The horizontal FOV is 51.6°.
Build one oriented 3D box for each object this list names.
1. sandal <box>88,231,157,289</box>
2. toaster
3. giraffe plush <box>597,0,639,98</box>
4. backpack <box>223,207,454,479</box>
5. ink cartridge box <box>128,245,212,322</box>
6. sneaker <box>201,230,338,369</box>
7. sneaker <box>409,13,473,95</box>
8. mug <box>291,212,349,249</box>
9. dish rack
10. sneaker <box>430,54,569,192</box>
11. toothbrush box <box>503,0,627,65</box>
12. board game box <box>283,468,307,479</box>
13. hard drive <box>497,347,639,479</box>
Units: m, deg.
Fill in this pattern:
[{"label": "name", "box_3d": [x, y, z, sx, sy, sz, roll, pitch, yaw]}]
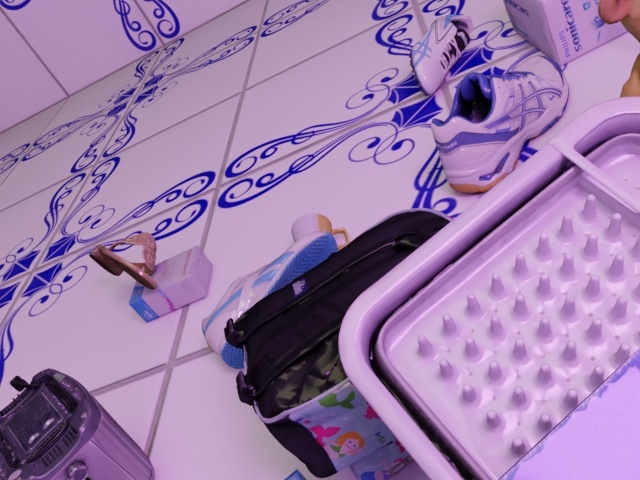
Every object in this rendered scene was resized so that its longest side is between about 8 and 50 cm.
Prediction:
[{"label": "sandal", "box_3d": [-0.314, 0.017, 1.103, 0.240, 0.088, 0.079, 6, 55, 55]}, {"label": "toaster", "box_3d": [-0.304, 0.256, 0.801, 0.129, 0.146, 0.227, -46, 35, -23]}, {"label": "giraffe plush", "box_3d": [0.344, -0.198, 0.609, 0.210, 0.170, 0.181, -6, 40, 37]}, {"label": "backpack", "box_3d": [0.062, 0.094, 0.658, 0.253, 0.191, 0.225, -40, 26, 5]}, {"label": "ink cartridge box", "box_3d": [-0.246, 0.071, 1.100, 0.123, 0.052, 0.088, -25, 32, 16]}, {"label": "sneaker", "box_3d": [-0.070, 0.066, 0.913, 0.229, 0.087, 0.092, -44, 39, -15]}, {"label": "sneaker", "box_3d": [0.232, -0.361, 1.258, 0.086, 0.085, 0.237, -12, 37, 38]}, {"label": "mug", "box_3d": [-0.004, -0.001, 0.985, 0.078, 0.062, 0.064, -30, 38, 16]}, {"label": "dish rack", "box_3d": [0.211, 0.070, 0.471, 0.333, 0.072, 0.285, -38, 58, -8]}, {"label": "sneaker", "box_3d": [0.267, -0.204, 0.963, 0.112, 0.131, 0.296, 3, 44, 46]}, {"label": "toothbrush box", "box_3d": [0.481, -0.448, 1.119, 0.296, 0.126, 0.216, -27, 33, 8]}, {"label": "board game box", "box_3d": [-0.067, 0.330, 0.591, 0.212, 0.039, 0.160, -36, 31, -8]}, {"label": "hard drive", "box_3d": [0.212, 0.235, 0.317, 0.210, 0.040, 0.318, -40, 63, -7]}]
